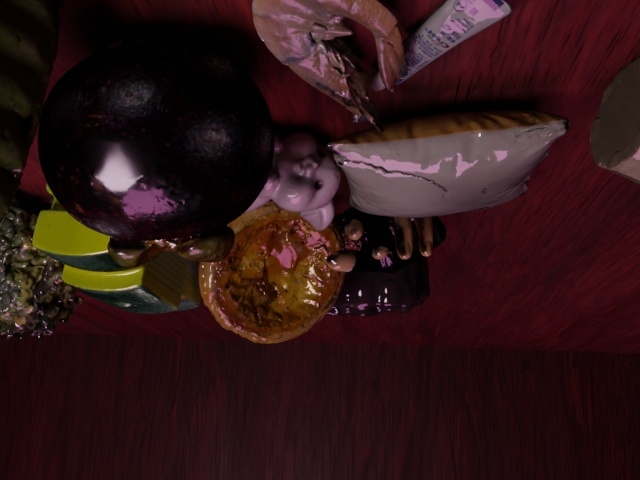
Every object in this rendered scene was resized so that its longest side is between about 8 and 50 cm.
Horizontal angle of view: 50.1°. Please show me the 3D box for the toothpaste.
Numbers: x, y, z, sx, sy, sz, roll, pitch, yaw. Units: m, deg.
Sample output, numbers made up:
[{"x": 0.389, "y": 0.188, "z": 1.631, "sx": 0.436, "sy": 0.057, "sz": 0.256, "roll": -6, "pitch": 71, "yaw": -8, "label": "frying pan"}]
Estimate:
[{"x": 0.125, "y": -0.229, "z": 0.795, "sx": 0.062, "sy": 0.037, "sz": 0.216, "roll": 30, "pitch": 151, "yaw": -21, "label": "toothpaste"}]

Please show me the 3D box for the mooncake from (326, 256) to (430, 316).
[{"x": 0.109, "y": 0.098, "z": 1.559, "sx": 0.283, "sy": 0.141, "sz": 0.283, "roll": -3, "pitch": 179, "yaw": 0, "label": "mooncake"}]

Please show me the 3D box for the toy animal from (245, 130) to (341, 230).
[{"x": -0.066, "y": -0.095, "z": 1.095, "sx": 0.193, "sy": 0.127, "sz": 0.178, "roll": 2, "pitch": 164, "yaw": -2, "label": "toy animal"}]

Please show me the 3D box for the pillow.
[{"x": 0.178, "y": -0.107, "z": 1.013, "sx": 0.312, "sy": 0.119, "sz": 0.310, "roll": -7, "pitch": 170, "yaw": 5, "label": "pillow"}]

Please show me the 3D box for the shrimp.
[{"x": 0.035, "y": -0.220, "z": 0.780, "sx": 0.145, "sy": 0.059, "sz": 0.254, "roll": -21, "pitch": 139, "yaw": 38, "label": "shrimp"}]

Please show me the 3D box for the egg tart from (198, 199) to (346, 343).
[{"x": -0.088, "y": 0.047, "z": 1.267, "sx": 0.290, "sy": 0.290, "sz": 0.115, "roll": 13, "pitch": -169, "yaw": -29, "label": "egg tart"}]

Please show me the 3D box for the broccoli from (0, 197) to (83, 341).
[{"x": -0.648, "y": 0.049, "z": 1.423, "sx": 0.272, "sy": 0.334, "sz": 0.324, "roll": -26, "pitch": -165, "yaw": -23, "label": "broccoli"}]

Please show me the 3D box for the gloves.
[{"x": 0.115, "y": -0.007, "z": 1.246, "sx": 0.197, "sy": 0.152, "sz": 0.301, "roll": -38, "pitch": 175, "yaw": 16, "label": "gloves"}]

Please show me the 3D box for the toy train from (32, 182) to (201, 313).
[{"x": -0.297, "y": -0.024, "z": 1.120, "sx": 0.179, "sy": 0.272, "sz": 0.442, "roll": 4, "pitch": 163, "yaw": 10, "label": "toy train"}]

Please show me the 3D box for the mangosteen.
[{"x": -0.192, "y": -0.102, "z": 0.829, "sx": 0.288, "sy": 0.288, "sz": 0.288, "roll": 3, "pitch": 162, "yaw": 1, "label": "mangosteen"}]

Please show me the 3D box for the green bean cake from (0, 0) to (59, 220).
[{"x": -0.421, "y": -0.124, "z": 0.721, "sx": 0.319, "sy": 0.335, "sz": 0.218, "roll": -8, "pitch": 159, "yaw": 43, "label": "green bean cake"}]

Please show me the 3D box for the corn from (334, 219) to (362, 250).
[{"x": 0.000, "y": 0.000, "z": 1.481, "sx": 0.237, "sy": 0.079, "sz": 0.079, "roll": -8, "pitch": 160, "yaw": 43, "label": "corn"}]

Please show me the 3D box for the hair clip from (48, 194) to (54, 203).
[{"x": -0.475, "y": -0.050, "z": 1.425, "sx": 0.214, "sy": 0.062, "sz": 0.056, "roll": 15, "pitch": 129, "yaw": -47, "label": "hair clip"}]

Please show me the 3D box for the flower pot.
[{"x": 0.460, "y": -0.128, "z": 0.828, "sx": 0.203, "sy": 0.212, "sz": 0.212, "roll": 16, "pitch": 160, "yaw": -10, "label": "flower pot"}]
